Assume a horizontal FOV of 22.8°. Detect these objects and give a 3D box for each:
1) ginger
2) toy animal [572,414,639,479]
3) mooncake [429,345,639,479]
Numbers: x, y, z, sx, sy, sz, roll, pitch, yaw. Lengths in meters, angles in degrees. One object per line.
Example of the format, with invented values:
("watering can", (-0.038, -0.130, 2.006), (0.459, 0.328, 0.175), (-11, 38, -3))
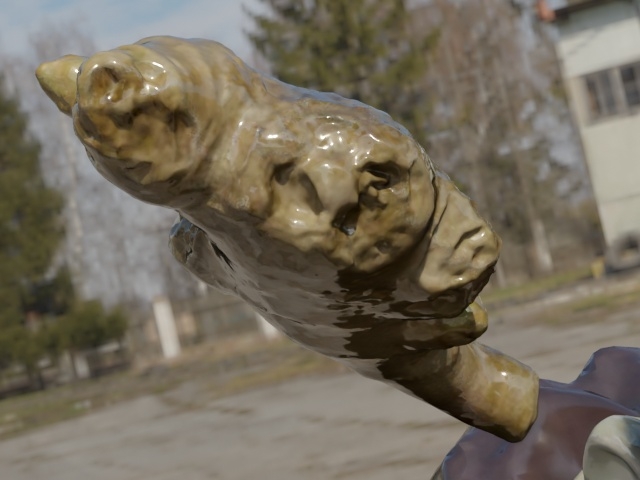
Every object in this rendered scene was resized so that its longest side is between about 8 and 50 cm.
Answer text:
("ginger", (0.000, -0.001, 0.640), (0.166, 0.080, 0.333), (23, -8, 20))
("toy animal", (0.190, 0.161, 0.539), (0.266, 0.308, 0.188), (-30, -26, -41))
("mooncake", (0.208, 0.239, 0.897), (0.381, 0.350, 0.212), (-14, -33, -31))
